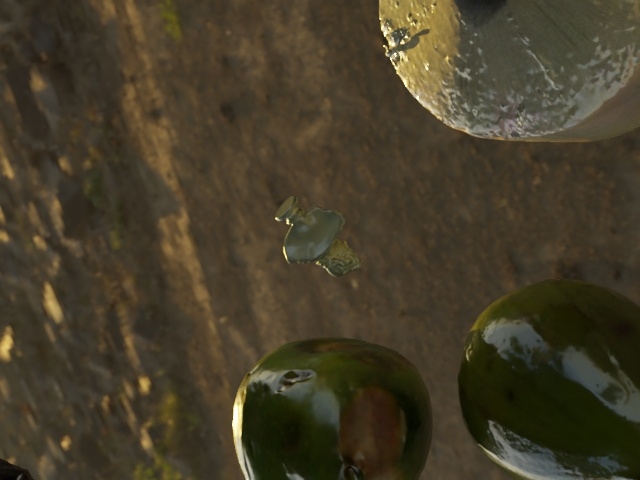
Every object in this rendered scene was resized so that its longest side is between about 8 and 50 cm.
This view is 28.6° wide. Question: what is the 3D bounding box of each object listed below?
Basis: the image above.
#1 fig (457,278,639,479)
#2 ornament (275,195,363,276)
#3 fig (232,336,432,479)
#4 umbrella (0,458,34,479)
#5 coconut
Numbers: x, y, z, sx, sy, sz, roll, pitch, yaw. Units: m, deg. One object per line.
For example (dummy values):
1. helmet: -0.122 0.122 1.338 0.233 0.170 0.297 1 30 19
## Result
1. fig: 0.230 0.145 1.099 0.225 0.203 0.203 -123 24 -54
2. ornament: -0.003 -0.002 1.221 0.041 0.068 0.092 -93 -16 -67
3. fig: 0.010 0.238 1.240 0.206 0.206 0.275 11 100 57
4. umbrella: -0.288 0.334 0.984 0.118 0.118 0.340 117 159 -56
5. coconut: 0.170 -0.188 0.967 0.239 0.244 0.239 -2 87 34
